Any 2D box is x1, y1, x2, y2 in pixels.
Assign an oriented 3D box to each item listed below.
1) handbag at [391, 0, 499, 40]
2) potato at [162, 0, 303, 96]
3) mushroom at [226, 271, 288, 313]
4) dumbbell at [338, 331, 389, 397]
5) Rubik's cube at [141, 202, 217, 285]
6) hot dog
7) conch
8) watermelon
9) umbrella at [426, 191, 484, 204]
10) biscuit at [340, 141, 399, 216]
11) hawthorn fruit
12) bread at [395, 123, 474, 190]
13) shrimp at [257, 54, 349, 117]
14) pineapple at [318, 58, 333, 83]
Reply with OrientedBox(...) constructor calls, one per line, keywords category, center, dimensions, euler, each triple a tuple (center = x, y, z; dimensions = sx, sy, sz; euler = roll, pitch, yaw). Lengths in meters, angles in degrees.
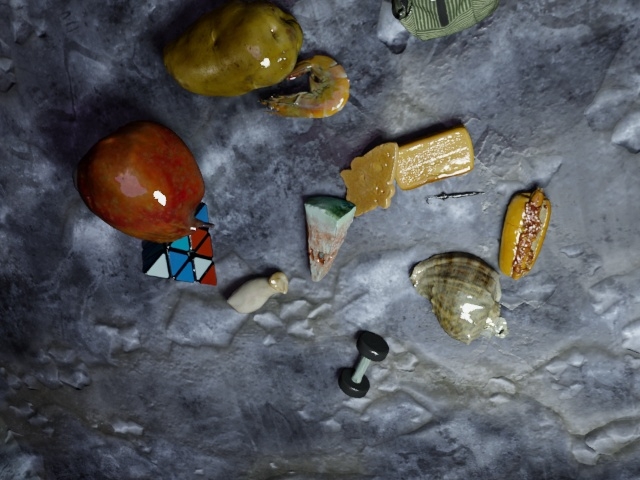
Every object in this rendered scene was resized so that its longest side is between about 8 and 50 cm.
OrientedBox(category="handbag", center=(0.237, -0.594, 0.819), dimensions=(0.247, 0.240, 0.340), euler=(-5, 110, 19))
OrientedBox(category="potato", center=(-0.224, -0.464, 1.018), dimensions=(0.369, 0.176, 0.195), euler=(-6, 131, 19))
OrientedBox(category="mushroom", center=(-0.193, 0.164, 1.274), dimensions=(0.212, 0.088, 0.097), euler=(-27, 111, 14))
OrientedBox(category="dumbbell", center=(0.131, 0.383, 1.272), dimensions=(0.100, 0.100, 0.191), euler=(23, 114, 4))
OrientedBox(category="Rubik's cube", center=(-0.382, 0.043, 1.291), dimensions=(0.250, 0.284, 0.234), euler=(-45, 118, -9))
OrientedBox(category="hot dog", center=(0.515, -0.015, 1.052), dimensions=(0.102, 0.076, 0.249), euler=(10, 112, 13))
OrientedBox(category="conch", center=(0.378, 0.159, 1.102), dimensions=(0.291, 0.159, 0.210), euler=(30, 115, 3))
OrientedBox(category="watermelon", center=(0.000, 0.000, 1.168), dimensions=(0.154, 0.094, 0.241), euler=(20, 119, 27))
OrientedBox(category="umbrella", center=(0.351, -0.118, 1.084), dimensions=(0.149, 0.022, 0.022), euler=(-11, 83, 9))
OrientedBox(category="biscuit", center=(0.132, -0.158, 1.078), dimensions=(0.162, 0.035, 0.250), euler=(45, 135, 12))
OrientedBox(category="hawthorn fruit", center=(-0.470, -0.150, 1.118), dimensions=(0.308, 0.308, 0.324), euler=(-13, 109, 17))
OrientedBox(category="bread", center=(0.278, -0.206, 1.036), dimensions=(0.200, 0.077, 0.116), euler=(-15, 107, 19))
OrientedBox(category="shrimp", center=(-0.045, -0.377, 1.049), dimensions=(0.249, 0.068, 0.150), euler=(-8, 96, 19))
OrientedBox(category="pineapple", center=(0.020, -0.416, 1.051), dimensions=(0.045, 0.019, 0.083), euler=(23, 114, 10))
